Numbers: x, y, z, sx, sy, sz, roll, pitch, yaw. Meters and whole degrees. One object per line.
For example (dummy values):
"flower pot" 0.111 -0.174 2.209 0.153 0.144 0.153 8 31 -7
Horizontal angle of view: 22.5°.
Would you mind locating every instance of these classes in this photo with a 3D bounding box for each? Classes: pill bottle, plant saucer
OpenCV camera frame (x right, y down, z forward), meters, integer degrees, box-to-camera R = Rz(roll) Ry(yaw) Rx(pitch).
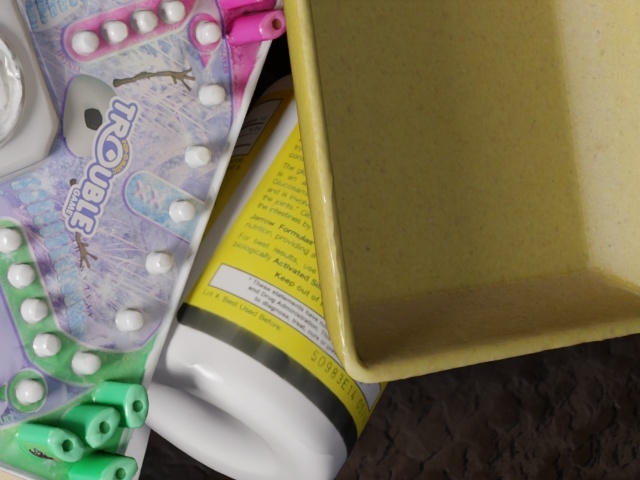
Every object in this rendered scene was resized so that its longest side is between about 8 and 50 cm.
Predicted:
"pill bottle" 0.000 0.000 1.169 0.188 0.188 0.334 45 63 -29
"plant saucer" 0.100 -0.087 1.085 0.332 0.081 0.333 -6 88 -39

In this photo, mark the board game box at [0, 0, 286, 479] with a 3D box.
"board game box" -0.209 -0.089 0.935 0.390 0.050 0.390 29 71 -33

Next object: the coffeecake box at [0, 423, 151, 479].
"coffeecake box" -0.188 0.102 1.164 0.068 0.185 0.142 -24 120 23
